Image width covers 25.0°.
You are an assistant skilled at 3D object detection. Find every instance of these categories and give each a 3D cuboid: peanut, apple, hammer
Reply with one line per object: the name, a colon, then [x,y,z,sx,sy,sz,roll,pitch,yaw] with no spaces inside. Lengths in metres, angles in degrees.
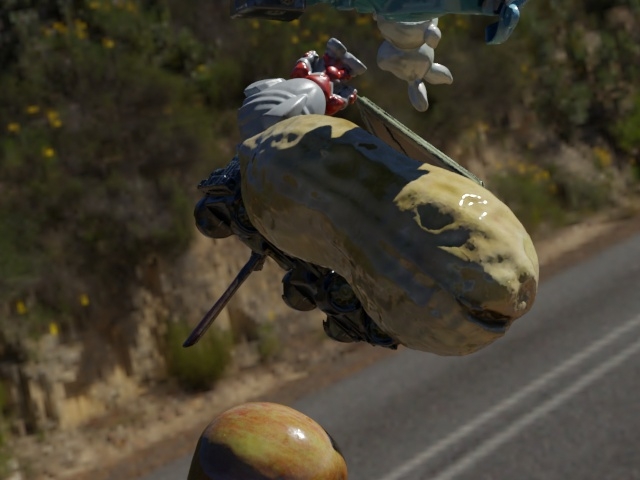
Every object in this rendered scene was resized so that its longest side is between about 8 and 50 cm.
peanut: [0.046,-0.013,1.157,0.313,0.149,0.149,29,27,36]
apple: [-0.063,0.289,1.710,0.173,0.188,0.188,17,12,22]
hammer: [-0.112,0.068,1.733,0.178,0.021,0.065,-55,-6,-30]

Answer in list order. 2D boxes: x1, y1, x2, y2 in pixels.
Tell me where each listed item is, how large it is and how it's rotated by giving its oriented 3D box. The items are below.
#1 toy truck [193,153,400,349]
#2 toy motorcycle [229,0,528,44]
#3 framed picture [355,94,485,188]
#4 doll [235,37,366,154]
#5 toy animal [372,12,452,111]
toy truck: [-0.004,0.002,1.488,0.127,0.257,0.127,-57,19,-11]
toy motorcycle: [0.052,-0.209,1.083,0.272,0.124,0.182,1,-2,-19]
framed picture: [0.163,-0.062,1.938,0.018,0.231,0.293,-38,43,-10]
doll: [-0.022,-0.131,1.402,0.180,0.094,0.079,-46,2,-30]
toy animal: [0.103,-0.220,1.624,0.085,0.124,0.071,27,54,20]
